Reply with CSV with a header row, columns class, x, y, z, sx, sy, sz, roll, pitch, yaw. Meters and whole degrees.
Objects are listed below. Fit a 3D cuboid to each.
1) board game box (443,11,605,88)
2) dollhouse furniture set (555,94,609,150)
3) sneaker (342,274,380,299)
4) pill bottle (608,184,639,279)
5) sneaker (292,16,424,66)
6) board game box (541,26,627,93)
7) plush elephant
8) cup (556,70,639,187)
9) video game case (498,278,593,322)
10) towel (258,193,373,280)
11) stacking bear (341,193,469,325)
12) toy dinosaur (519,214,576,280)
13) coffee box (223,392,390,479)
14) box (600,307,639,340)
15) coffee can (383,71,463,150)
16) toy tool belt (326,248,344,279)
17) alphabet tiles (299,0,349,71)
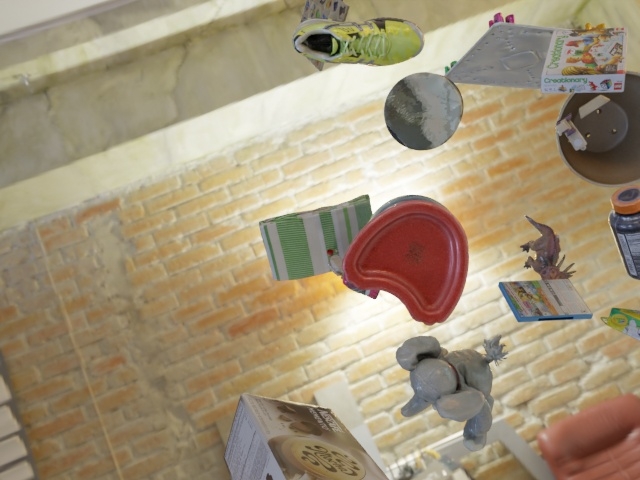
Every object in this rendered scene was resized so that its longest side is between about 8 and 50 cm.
class,x,y,z,sx,sy,sz,roll,pitch,yaw
board game box,0.647,-0.604,2.177,0.389,0.051,0.390,1,-11,-14
dollhouse furniture set,0.561,-0.239,1.398,0.114,0.081,0.091,-34,3,27
sneaker,0.142,0.043,1.866,0.121,0.111,0.299,-68,-4,-52
pill bottle,0.838,-0.024,1.763,0.130,0.246,0.130,-24,28,13
sneaker,0.103,-0.554,1.923,0.384,0.145,0.147,3,31,14
board game box,0.691,-0.472,1.750,0.192,0.053,0.305,4,38,23
plush elephant,0.321,0.384,1.758,0.255,0.272,0.330,-3,-48,-31
cup,0.866,-0.341,2.032,0.331,0.331,0.237,-28,6,15
video game case,0.479,0.127,1.438,0.166,0.119,0.015,-1,-53,-10
towel,0.000,0.000,1.949,0.324,0.038,0.248,-14,-50,-4
stacking bear,0.144,0.005,1.093,0.164,0.175,0.289,-61,0,8
toy dinosaur,0.779,0.046,2.294,0.127,0.296,0.200,-6,-7,-2
coffee box,-0.025,0.343,0.978,0.168,0.119,0.297,15,5,-20
box,0.647,0.174,1.309,0.105,0.043,0.179,8,10,-28
coffee can,0.290,-0.360,1.853,0.201,0.202,0.275,-28,5,17
toy tool belt,0.042,0.068,1.868,0.052,0.083,0.051,-21,-42,-22
alphabet tiles,0.006,-0.724,2.191,0.011,0.343,0.285,5,-60,-25
